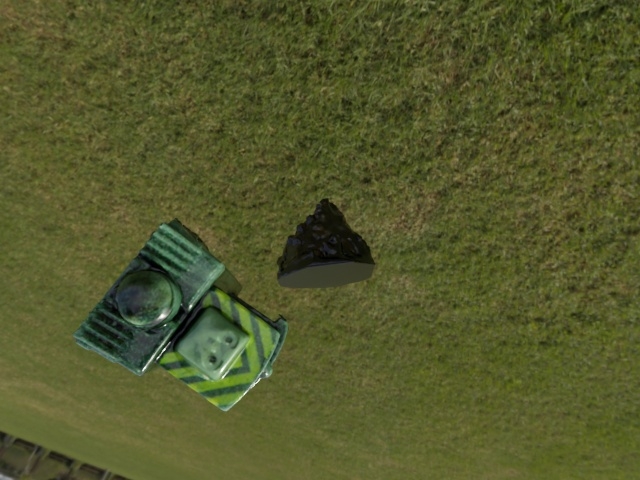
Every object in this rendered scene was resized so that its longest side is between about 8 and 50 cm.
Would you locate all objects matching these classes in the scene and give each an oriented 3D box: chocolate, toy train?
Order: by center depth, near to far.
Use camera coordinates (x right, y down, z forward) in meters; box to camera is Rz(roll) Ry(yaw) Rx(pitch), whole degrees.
[{"bbox_3d":[-0.124,0.092,0.501,0.178,0.138,0.330,36,168,1],"label":"toy train"},{"bbox_3d":[0.000,0.000,0.964,0.206,0.177,0.224,-7,161,0],"label":"chocolate"}]
